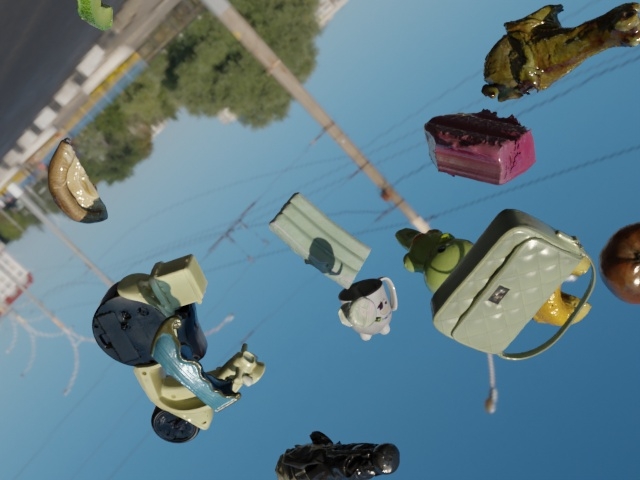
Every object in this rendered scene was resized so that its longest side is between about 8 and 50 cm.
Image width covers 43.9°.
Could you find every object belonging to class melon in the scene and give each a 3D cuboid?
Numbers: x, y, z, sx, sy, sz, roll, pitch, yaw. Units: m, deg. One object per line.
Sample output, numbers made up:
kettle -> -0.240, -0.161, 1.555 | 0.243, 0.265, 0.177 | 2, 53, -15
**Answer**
melon -> -0.628, -0.667, 2.194 | 0.209, 0.064, 0.118 | 101, 11, -47

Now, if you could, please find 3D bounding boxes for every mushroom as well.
mushroom -> -0.545, -0.118, 1.739 | 0.072, 0.209, 0.094 | 14, -131, 38

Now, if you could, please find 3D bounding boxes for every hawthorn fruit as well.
hawthorn fruit -> 0.757, 0.055, 1.920 | 0.199, 0.199, 0.251 | -44, 178, -3

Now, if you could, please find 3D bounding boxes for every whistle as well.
whistle -> 0.244, 0.023, 1.664 | 0.141, 0.141, 0.294 | -42, -136, 3

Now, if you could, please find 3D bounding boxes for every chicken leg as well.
chicken leg -> 0.513, -0.425, 1.691 | 0.361, 0.140, 0.211 | -21, -126, 39

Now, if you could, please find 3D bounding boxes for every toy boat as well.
toy boat -> -0.203, 0.199, 1.298 | 0.077, 0.185, 0.075 | -45, -155, -4

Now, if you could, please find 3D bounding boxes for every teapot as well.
teapot -> 0.081, 0.151, 1.611 | 0.064, 0.083, 0.064 | -15, -123, 57

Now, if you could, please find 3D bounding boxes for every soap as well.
soap -> 0.413, -0.258, 2.119 | 0.220, 0.127, 0.325 | -28, -146, -33

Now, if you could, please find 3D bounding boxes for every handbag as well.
handbag -> 0.320, 0.088, 1.273 | 0.256, 0.219, 0.079 | -57, -165, 28

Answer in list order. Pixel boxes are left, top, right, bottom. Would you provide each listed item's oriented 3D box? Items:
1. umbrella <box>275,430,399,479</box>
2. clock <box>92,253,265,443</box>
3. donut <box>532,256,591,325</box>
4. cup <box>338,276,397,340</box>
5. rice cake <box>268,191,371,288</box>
umbrella -> 0.028, 0.435, 1.588 | 0.113, 0.106, 0.358 | -42, -171, -36
clock -> -0.273, 0.224, 1.560 | 0.277, 0.379, 0.120 | -21, -153, 14
donut -> 0.483, 0.099, 1.605 | 0.146, 0.181, 0.078 | -16, -154, -27
cup -> 0.142, 0.193, 2.289 | 0.134, 0.142, 0.173 | -15, -161, 21
rice cake -> 0.000, 0.000, 1.797 | 0.043, 0.237, 0.127 | -36, -162, 55
